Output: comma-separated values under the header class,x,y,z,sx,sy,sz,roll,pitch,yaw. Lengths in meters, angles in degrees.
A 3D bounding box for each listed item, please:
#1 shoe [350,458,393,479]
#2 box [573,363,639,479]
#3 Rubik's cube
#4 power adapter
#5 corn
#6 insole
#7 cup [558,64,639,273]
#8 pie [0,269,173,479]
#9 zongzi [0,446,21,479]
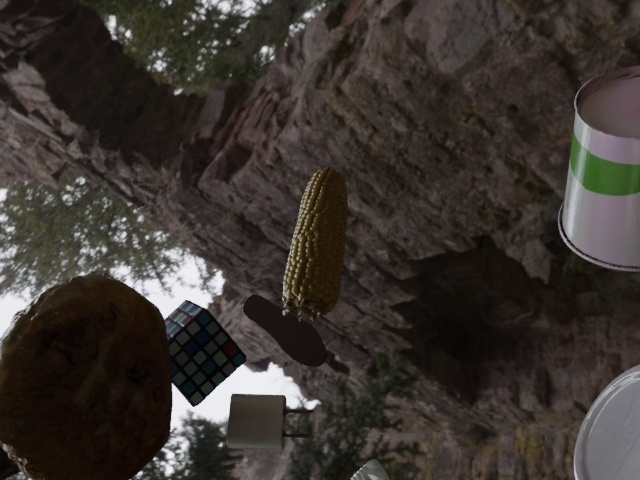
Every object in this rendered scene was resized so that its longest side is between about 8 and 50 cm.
class,x,y,z,sx,sy,sz,roll,pitch,yaw
shoe,0.067,0.506,0.927,0.211,0.342,0.132,-25,-86,-12
box,0.410,0.241,0.559,0.206,0.291,0.262,29,-129,1
Rubik's cube,-0.335,0.285,1.449,0.184,0.182,0.187,-41,-70,-19
power adapter,-0.117,0.449,1.371,0.205,0.125,0.130,3,-112,1
corn,0.000,0.000,1.027,0.106,0.106,0.305,30,-125,-30
insole,-0.106,0.255,1.597,0.110,0.309,0.012,-56,-25,-10
cup,0.523,-0.121,0.917,0.274,0.253,0.253,63,-142,-43
pie,-0.315,0.198,0.773,0.315,0.092,0.315,14,-106,-60
zongzi,-0.558,0.413,0.989,0.248,0.111,0.241,8,-102,-8
